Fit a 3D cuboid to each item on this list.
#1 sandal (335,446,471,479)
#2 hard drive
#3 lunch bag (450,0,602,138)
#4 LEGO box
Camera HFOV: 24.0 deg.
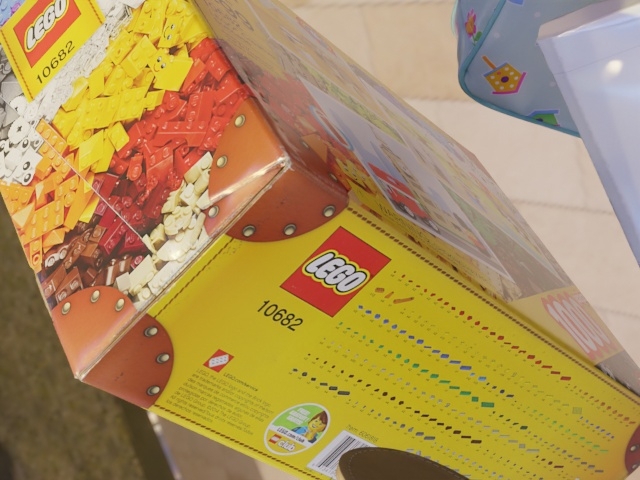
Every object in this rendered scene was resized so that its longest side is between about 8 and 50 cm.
[{"bbox_3d":[0.070,0.180,0.770,0.240,0.088,0.079,24,106,60],"label":"sandal"},{"bbox_3d":[0.312,-0.054,1.098,0.203,0.040,0.307,-19,113,22],"label":"hard drive"},{"bbox_3d":[0.249,-0.213,1.267,0.108,0.224,0.279,-95,25,-46],"label":"lunch bag"},{"bbox_3d":[0.000,0.000,1.142,0.193,0.500,0.372,-44,46,13],"label":"LEGO box"}]
